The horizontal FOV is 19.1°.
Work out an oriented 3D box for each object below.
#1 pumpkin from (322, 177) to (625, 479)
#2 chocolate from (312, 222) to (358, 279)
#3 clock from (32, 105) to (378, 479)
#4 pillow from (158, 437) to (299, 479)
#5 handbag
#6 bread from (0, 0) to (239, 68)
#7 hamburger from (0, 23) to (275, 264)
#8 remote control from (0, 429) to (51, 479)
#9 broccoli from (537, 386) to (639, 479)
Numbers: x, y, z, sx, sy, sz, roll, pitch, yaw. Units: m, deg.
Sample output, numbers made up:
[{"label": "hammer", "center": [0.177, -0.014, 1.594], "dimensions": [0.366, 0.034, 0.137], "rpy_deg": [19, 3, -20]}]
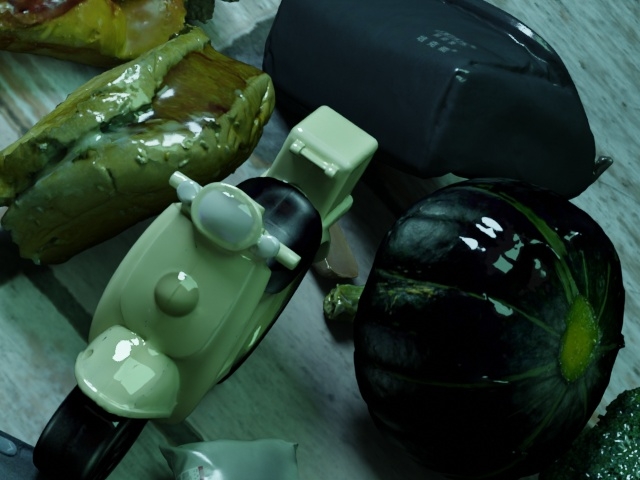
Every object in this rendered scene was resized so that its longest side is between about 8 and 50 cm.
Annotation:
[{"label": "pumpkin", "center": [0.141, 0.082, 1.811], "dimensions": [0.296, 0.296, 0.295], "rpy_deg": [24, 46, -27]}, {"label": "chocolate", "center": [0.000, 0.000, 1.890], "dimensions": [0.064, 0.031, 0.100], "rpy_deg": [-2, 60, -55]}, {"label": "clock", "center": [-0.090, 0.039, 1.576], "dimensions": [0.120, 0.276, 0.379], "rpy_deg": [33, 27, 6]}, {"label": "pillow", "center": [-0.049, 0.282, 1.589], "dimensions": [0.144, 0.078, 0.254], "rpy_deg": [12, 54, -42]}, {"label": "handbag", "center": [0.131, -0.166, 1.937], "dimensions": [0.275, 0.177, 0.302], "rpy_deg": [1, 21, -40]}, {"label": "bread", "center": [-0.233, -0.250, 1.817], "dimensions": [0.380, 0.109, 0.185], "rpy_deg": [4, 57, -42]}, {"label": "hamburger", "center": [-0.149, -0.095, 1.673], "dimensions": [0.132, 0.211, 0.309], "rpy_deg": [61, 28, -10]}, {"label": "remote control", "center": [-0.286, 0.181, 1.483], "dimensions": [0.378, 0.044, 0.107], "rpy_deg": [31, 39, -21]}, {"label": "broccoli", "center": [0.353, 0.297, 1.838], "dimensions": [0.297, 0.298, 0.297], "rpy_deg": [47, 31, -47]}]
